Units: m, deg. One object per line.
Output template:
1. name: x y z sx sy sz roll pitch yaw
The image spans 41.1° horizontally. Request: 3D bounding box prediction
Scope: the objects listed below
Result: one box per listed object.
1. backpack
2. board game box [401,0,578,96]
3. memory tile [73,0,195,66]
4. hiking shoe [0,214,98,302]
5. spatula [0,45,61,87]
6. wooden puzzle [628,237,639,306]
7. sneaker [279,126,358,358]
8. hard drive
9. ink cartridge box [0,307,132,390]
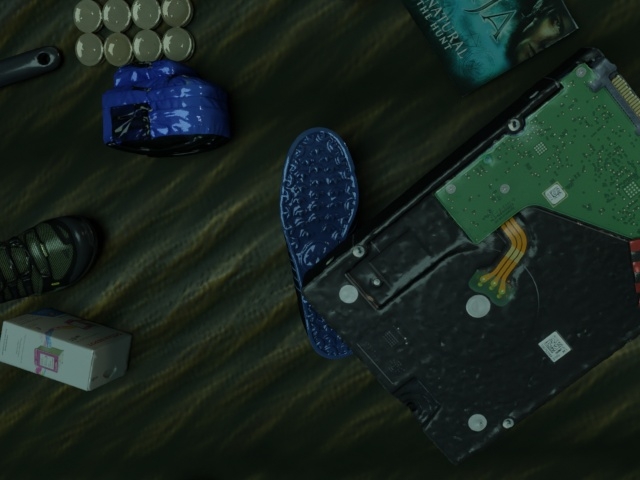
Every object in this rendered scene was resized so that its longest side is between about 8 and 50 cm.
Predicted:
1. backpack: -0.158 -0.139 0.901 0.120 0.098 0.101 0 95 19
2. board game box: 0.138 -0.240 0.784 0.126 0.026 0.186 -29 116 20
3. memory tile: -0.207 -0.250 0.943 0.147 0.012 0.113 1 99 17
4. hiking shoe: -0.362 0.038 0.988 0.226 0.114 0.086 -23 92 20
5. spatula: -0.435 -0.178 1.020 0.296 0.030 0.084 -13 96 19
6. wooden puzzle: 0.298 0.019 0.749 0.049 0.006 0.083 -13 103 6
7. sneaker: 0.000 0.000 0.871 0.081 0.090 0.233 -5 101 -5
8. hard drive: 0.182 0.020 0.790 0.339 0.064 0.237 -40 100 12
9. ink cartridge box: -0.294 0.124 0.994 0.122 0.088 0.052 16 101 14
